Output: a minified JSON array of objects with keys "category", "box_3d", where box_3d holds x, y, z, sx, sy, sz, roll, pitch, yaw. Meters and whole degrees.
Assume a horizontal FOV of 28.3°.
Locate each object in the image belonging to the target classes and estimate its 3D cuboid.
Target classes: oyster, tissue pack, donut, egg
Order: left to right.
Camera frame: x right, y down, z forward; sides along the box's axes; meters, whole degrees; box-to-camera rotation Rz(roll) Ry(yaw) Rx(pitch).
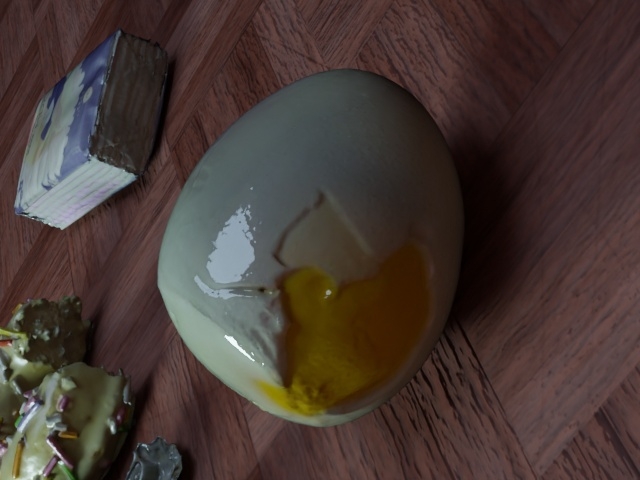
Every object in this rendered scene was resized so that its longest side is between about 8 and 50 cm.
[{"category":"donut","box_3d":[-0.414,0.259,1.872,0.307,0.150,0.371,-65,30,10]},{"category":"tissue pack","box_3d":[-0.393,-0.178,2.134,0.343,0.125,0.242,-24,53,53]},{"category":"oyster","box_3d":[-0.224,0.328,1.611,0.108,0.053,0.166,35,96,41]},{"category":"egg","box_3d":[0.000,0.000,1.210,0.283,0.283,0.345,-4,57,59]}]
